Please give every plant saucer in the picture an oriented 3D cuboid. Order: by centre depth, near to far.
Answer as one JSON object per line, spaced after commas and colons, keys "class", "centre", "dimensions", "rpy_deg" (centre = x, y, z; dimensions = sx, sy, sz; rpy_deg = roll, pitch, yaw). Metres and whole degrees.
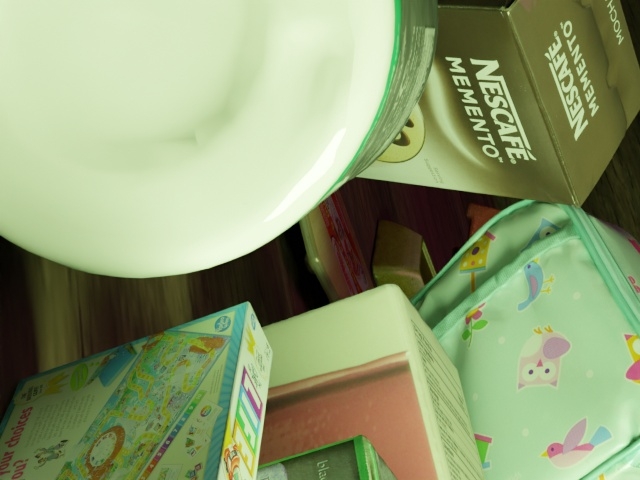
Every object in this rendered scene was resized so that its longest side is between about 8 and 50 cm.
{"class": "plant saucer", "centre": [0.114, 0.078, 1.594], "dimensions": [0.188, 0.045, 0.188], "rpy_deg": [-75, 144, -72]}

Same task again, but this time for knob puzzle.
{"class": "knob puzzle", "centre": [0.000, 0.000, 1.205], "dimensions": [0.213, 0.030, 0.213], "rpy_deg": [-18, 90, -80]}

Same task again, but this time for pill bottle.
{"class": "pill bottle", "centre": [-0.048, -0.109, 0.698], "dimensions": [0.361, 0.204, 0.204], "rpy_deg": [-48, 118, -78]}

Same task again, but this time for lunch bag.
{"class": "lunch bag", "centre": [0.121, 0.116, 0.973], "dimensions": [0.108, 0.279, 0.224], "rpy_deg": [22, 35, -44]}

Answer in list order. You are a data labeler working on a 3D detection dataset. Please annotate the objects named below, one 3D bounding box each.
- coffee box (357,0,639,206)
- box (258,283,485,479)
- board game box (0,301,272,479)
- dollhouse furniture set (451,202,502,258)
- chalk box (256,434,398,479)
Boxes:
{"class": "coffee box", "centre": [0.055, -0.136, 0.990], "dimensions": [0.119, 0.297, 0.168], "rpy_deg": [-53, 133, -30]}
{"class": "box", "centre": [0.029, 0.168, 0.809], "dimensions": [0.148, 0.127, 0.232], "rpy_deg": [53, 21, -58]}
{"class": "board game box", "centre": [-0.074, 0.083, 0.507], "dimensions": [0.154, 0.104, 0.026], "rpy_deg": [-84, 153, -65]}
{"class": "dollhouse furniture set", "centre": [0.219, 0.164, 1.735], "dimensions": [0.201, 0.152, 0.374], "rpy_deg": [93, 7, -70]}
{"class": "chalk box", "centre": [-0.014, 0.175, 0.581], "dimensions": [0.213, 0.132, 0.132], "rpy_deg": [55, 20, -52]}
